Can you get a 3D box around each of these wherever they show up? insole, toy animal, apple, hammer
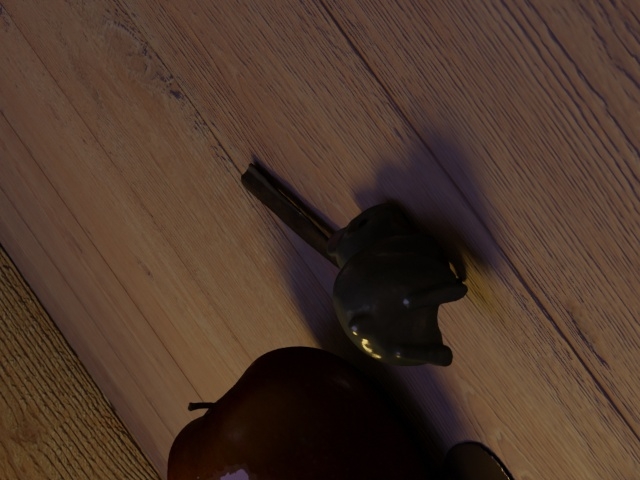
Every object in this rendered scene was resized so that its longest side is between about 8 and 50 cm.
[{"bbox_3d":[0.174,0.303,1.682,0.111,0.007,0.328,54,161,9],"label":"insole"},{"bbox_3d":[0.056,0.022,1.357,0.236,0.138,0.108,-123,40,-50],"label":"toy animal"},{"bbox_3d":[-0.023,0.281,1.723,0.317,0.288,0.288,43,159,11],"label":"apple"},{"bbox_3d":[0.001,-0.001,1.570,0.297,0.027,0.125,42,157,35],"label":"hammer"}]
